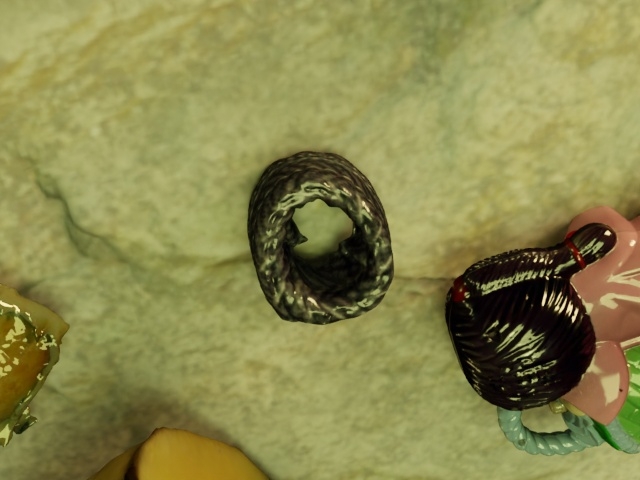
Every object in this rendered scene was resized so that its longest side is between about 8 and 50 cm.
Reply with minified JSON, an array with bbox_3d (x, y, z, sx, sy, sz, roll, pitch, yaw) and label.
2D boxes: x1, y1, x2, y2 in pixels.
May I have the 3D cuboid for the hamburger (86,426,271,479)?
[{"bbox_3d":[-0.113,0.283,0.657,0.237,0.276,0.276,-38,117,10],"label":"hamburger"}]

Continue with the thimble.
[{"bbox_3d":[0.001,-0.002,0.650,0.095,0.066,0.104,3,114,-11],"label":"thimble"}]

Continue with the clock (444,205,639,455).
[{"bbox_3d":[0.195,0.071,0.709,0.195,0.100,0.194,-20,119,0],"label":"clock"}]

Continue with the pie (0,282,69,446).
[{"bbox_3d":[-0.292,0.048,0.613,0.282,0.068,0.128,27,108,-26],"label":"pie"}]
